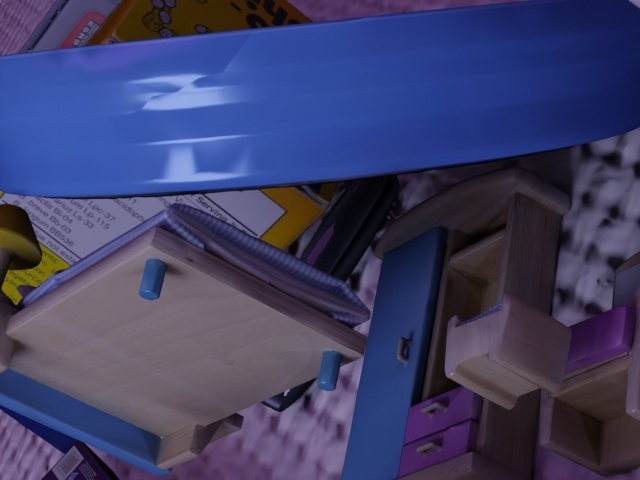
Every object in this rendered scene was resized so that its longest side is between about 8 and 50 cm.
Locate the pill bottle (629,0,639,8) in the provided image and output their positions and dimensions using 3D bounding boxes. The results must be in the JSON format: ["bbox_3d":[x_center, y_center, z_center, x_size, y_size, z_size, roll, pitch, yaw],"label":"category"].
[{"bbox_3d":[0.216,-0.084,0.632,0.121,0.216,0.121,-43,30,34],"label":"pill bottle"}]

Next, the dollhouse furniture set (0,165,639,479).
[{"bbox_3d":[0.000,0.000,0.852,0.286,0.303,0.198,-31,40,48],"label":"dollhouse furniture set"}]

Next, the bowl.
[{"bbox_3d":[-0.004,-0.083,0.899,0.391,0.391,0.077,8,105,63],"label":"bowl"}]

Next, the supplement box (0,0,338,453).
[{"bbox_3d":[-0.151,-0.033,1.249,0.356,0.194,0.195,-43,16,35],"label":"supplement box"}]

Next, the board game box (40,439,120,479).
[{"bbox_3d":[-0.182,0.263,1.057,0.208,0.056,0.347,-43,20,-8],"label":"board game box"}]

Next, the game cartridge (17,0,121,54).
[{"bbox_3d":[-0.170,-0.129,1.425,0.294,0.196,0.060,-47,29,30],"label":"game cartridge"}]

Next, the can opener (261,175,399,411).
[{"bbox_3d":[-0.001,0.029,1.131,0.186,0.073,0.059,-59,-14,-1],"label":"can opener"}]
